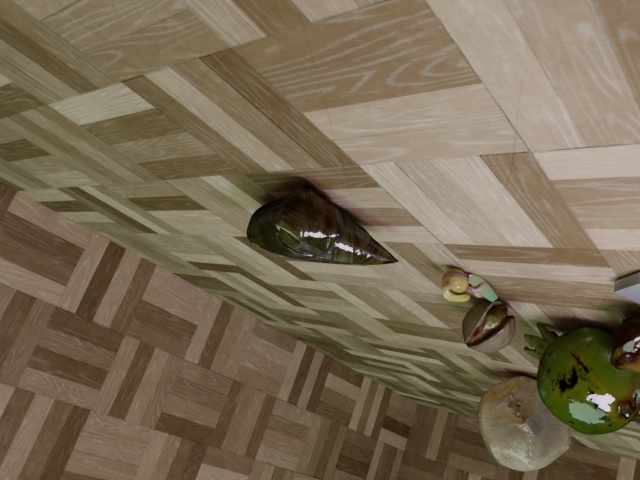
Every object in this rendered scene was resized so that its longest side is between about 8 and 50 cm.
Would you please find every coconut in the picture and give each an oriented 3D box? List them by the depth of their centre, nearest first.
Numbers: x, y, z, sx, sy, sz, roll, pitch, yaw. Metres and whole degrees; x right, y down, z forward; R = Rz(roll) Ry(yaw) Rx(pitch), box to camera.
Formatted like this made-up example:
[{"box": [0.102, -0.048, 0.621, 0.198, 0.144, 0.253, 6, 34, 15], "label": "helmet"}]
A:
[{"box": [0.761, 0.678, 2.247, 0.347, 0.346, 0.360, 16, 163, 12], "label": "coconut"}]

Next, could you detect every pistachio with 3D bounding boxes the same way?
[{"box": [0.704, 0.222, 1.314, 0.210, 0.165, 0.130, 24, -155, -53], "label": "pistachio"}, {"box": [0.438, 0.227, 1.578, 0.144, 0.143, 0.215, 16, 162, 12], "label": "pistachio"}]

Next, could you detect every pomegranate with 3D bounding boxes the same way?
[{"box": [0.652, 0.329, 1.517, 0.260, 0.260, 0.341, 35, -179, -38], "label": "pomegranate"}]

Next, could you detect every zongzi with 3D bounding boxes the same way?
[{"box": [0.000, 0.000, 1.398, 0.300, 0.138, 0.286, 25, 164, -21], "label": "zongzi"}]

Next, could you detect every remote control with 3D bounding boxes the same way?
[{"box": [0.707, 0.124, 1.166, 0.250, 0.034, 0.103, 21, 162, 0], "label": "remote control"}]

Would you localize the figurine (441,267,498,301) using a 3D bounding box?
[{"box": [0.363, 0.121, 1.472, 0.188, 0.083, 0.083, 22, 165, -38], "label": "figurine"}]

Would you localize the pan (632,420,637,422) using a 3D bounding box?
[{"box": [1.134, 0.639, 2.226, 0.235, 0.028, 0.136, 21, 162, -13], "label": "pan"}]

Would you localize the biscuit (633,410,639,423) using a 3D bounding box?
[{"box": [0.814, 0.399, 1.584, 0.319, 0.047, 0.183, -126, 29, -44], "label": "biscuit"}]
